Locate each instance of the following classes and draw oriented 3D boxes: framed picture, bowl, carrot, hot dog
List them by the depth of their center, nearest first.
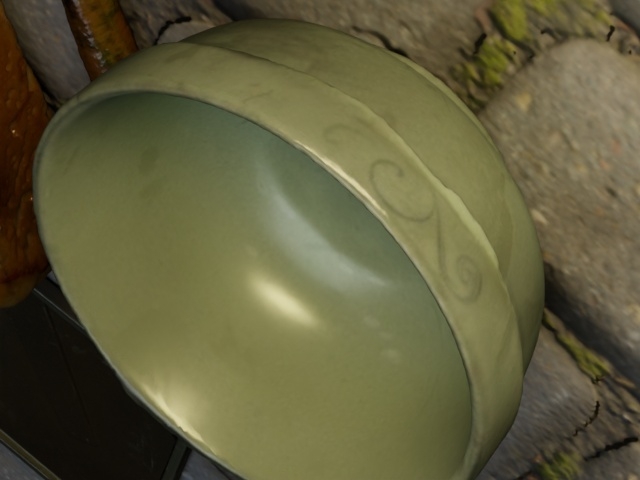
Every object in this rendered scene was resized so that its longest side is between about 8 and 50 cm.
[{"bbox_3d":[0.000,0.000,1.102,0.307,0.163,0.307,28,144,23],"label":"bowl"},{"bbox_3d":[-0.134,-0.126,1.219,0.042,0.042,0.170,14,135,38],"label":"carrot"},{"bbox_3d":[-0.275,-0.077,1.336,0.153,0.150,0.256,5,133,30],"label":"hot dog"},{"bbox_3d":[-0.203,0.144,1.619,0.213,0.016,0.289,38,147,10],"label":"framed picture"}]
